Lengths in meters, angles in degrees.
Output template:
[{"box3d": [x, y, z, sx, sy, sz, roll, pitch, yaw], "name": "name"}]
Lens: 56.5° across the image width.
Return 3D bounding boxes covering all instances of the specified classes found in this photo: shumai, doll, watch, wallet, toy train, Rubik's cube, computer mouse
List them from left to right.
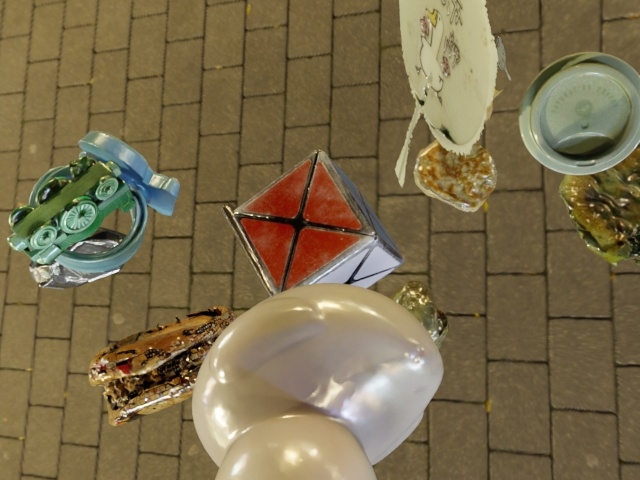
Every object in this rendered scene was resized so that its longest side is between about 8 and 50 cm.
[{"box3d": [-0.348, -0.039, 0.835, 0.071, 0.104, 0.178, 39, 69, 17], "name": "toy train"}, {"box3d": [-0.430, 0.025, 1.074, 0.192, 0.105, 0.062, -24, 50, 8], "name": "computer mouse"}, {"box3d": [-0.346, -0.045, 0.943, 0.211, 0.211, 0.193, 18, 67, 20], "name": "watch"}, {"box3d": [-0.165, 0.061, 1.699, 0.051, 0.197, 0.377, -35, 54, 3], "name": "wallet"}, {"box3d": [-0.004, 0.162, 0.495, 0.251, 0.221, 0.221, -39, 71, 5], "name": "doll"}, {"box3d": [0.000, 0.000, 1.330, 0.255, 0.260, 0.259, -34, 63, 11], "name": "Rubik's cube"}, {"box3d": [0.200, 0.227, 1.513, 0.218, 0.256, 0.189, -28, 64, -10], "name": "shumai"}]

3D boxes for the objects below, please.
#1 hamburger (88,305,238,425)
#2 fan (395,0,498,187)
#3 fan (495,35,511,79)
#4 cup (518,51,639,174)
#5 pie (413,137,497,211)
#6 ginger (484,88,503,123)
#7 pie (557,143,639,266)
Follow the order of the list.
[{"box3d": [-0.213, 0.169, 0.852, 0.231, 0.231, 0.106, -22, 90, 14], "name": "hamburger"}, {"box3d": [0.124, -0.176, 0.704, 0.012, 0.414, 0.233, -14, 70, -7], "name": "fan"}, {"box3d": [0.319, -0.314, 1.039, 0.004, 0.083, 0.056, -6, 46, 37], "name": "fan"}, {"box3d": [0.273, -0.135, 0.630, 0.120, 0.141, 0.120, 5, 106, 18], "name": "cup"}, {"box3d": [0.334, -0.166, 1.482, 0.205, 0.084, 0.178, 24, 74, 6], "name": "pie"}, {"box3d": [0.351, -0.305, 1.473, 0.193, 0.122, 0.115, -28, 43, -31], "name": "ginger"}, {"box3d": [0.692, -0.098, 1.298, 0.371, 0.078, 0.296, -26, 56, -16], "name": "pie"}]
